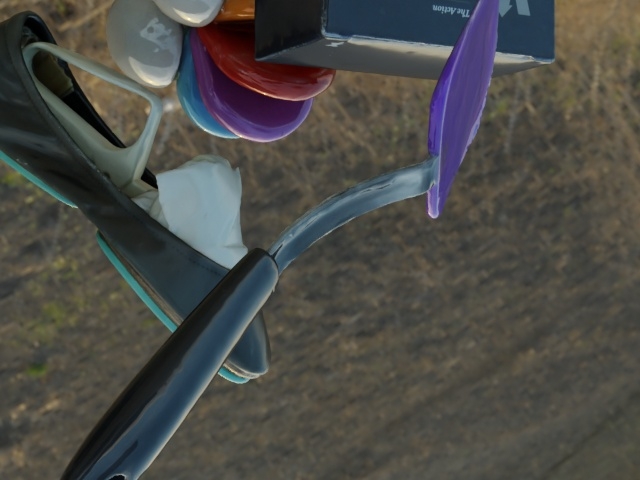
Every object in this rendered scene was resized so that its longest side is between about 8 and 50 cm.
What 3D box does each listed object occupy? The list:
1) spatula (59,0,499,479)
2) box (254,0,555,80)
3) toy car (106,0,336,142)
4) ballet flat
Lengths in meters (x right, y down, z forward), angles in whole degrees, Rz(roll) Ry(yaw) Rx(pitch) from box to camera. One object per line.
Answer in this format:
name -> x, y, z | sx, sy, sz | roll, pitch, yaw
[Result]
spatula -> 0.000, 0.000, 0.496 | 0.296, 0.030, 0.084 | -45, 151, -30
box -> 0.048, -0.180, 0.748 | 0.156, 0.158, 0.093 | 2, 177, -29
toy car -> -0.044, -0.135, 0.862 | 0.159, 0.136, 0.182 | -8, 161, -30
ballet flat -> -0.116, -0.035, 0.797 | 0.096, 0.280, 0.095 | -48, 178, 14
